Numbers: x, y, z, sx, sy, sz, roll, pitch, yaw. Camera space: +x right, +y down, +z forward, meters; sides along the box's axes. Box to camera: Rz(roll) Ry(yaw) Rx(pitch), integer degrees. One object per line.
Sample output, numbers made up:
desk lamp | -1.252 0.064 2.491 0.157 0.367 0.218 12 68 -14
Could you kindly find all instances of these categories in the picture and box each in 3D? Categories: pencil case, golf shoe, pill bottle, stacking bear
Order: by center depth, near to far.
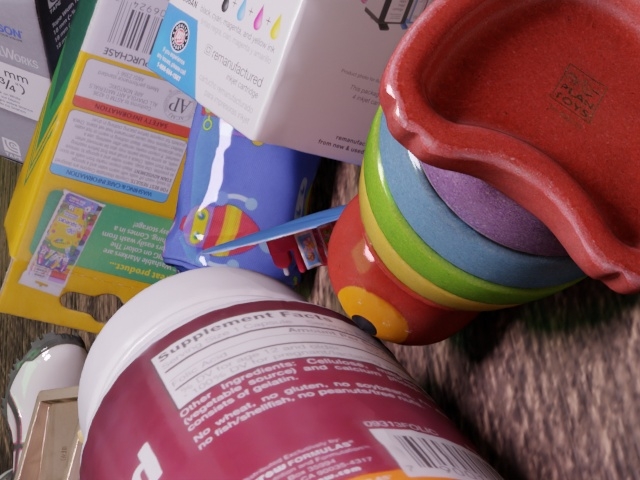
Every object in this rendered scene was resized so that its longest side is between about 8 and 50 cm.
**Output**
stacking bear | 0.088 -0.024 0.850 0.164 0.175 0.289 -57 3 -28
pill bottle | -0.018 0.167 0.876 0.224 0.224 0.392 -70 24 12
pencil case | -0.043 -0.102 1.230 0.119 0.133 0.306 12 87 24
golf shoe | -0.294 0.237 1.647 0.120 0.105 0.272 30 111 50

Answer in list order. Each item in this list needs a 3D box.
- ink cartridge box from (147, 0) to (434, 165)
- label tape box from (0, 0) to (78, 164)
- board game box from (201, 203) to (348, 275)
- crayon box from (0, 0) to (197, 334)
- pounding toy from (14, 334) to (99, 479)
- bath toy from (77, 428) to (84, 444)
ink cartridge box | 0.018 -0.187 1.038 0.171 0.168 0.232 37 111 51
label tape box | -0.252 -0.262 1.526 0.240 0.106 0.333 -57 -20 -35
board game box | 0.000 0.000 1.050 0.133 0.169 0.033 -12 95 50
crayon box | -0.157 -0.070 1.356 0.323 0.203 0.083 -67 24 18
pounding toy | -0.202 0.188 1.460 0.206 0.094 0.181 -13 59 54
bath toy | -0.132 0.306 1.183 0.151 0.129 0.348 9 89 30
